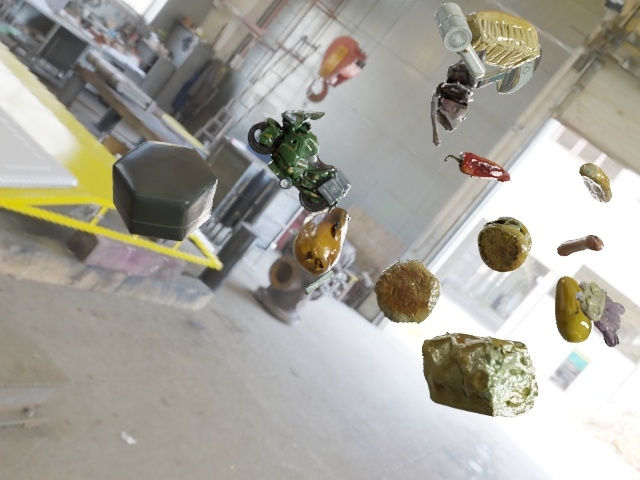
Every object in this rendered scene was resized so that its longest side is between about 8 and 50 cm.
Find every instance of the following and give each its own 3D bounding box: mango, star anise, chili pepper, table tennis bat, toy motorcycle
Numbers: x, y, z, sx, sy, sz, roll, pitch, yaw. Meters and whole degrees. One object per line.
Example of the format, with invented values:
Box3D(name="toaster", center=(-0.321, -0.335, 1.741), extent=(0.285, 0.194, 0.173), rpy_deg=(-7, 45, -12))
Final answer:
Box3D(name="mango", center=(0.000, 0.000, 2.314), extent=(0.153, 0.201, 0.287), rpy_deg=(13, 26, 5))
Box3D(name="star anise", center=(0.294, -0.318, 1.563), extent=(0.089, 0.209, 0.231), rpy_deg=(26, 43, 11))
Box3D(name="chili pepper", center=(0.424, -0.190, 1.857), extent=(0.268, 0.050, 0.059), rpy_deg=(14, 63, -34))
Box3D(name="table tennis bat", center=(0.577, -0.518, 2.168), extent=(0.301, 0.173, 0.022), rpy_deg=(-24, 54, -33))
Box3D(name="mango", center=(0.716, 0.195, 2.015), extent=(0.137, 0.098, 0.195), rpy_deg=(10, 72, -57))
Box3D(name="toy motorcycle", center=(-0.028, -0.198, 1.668), extent=(0.274, 0.187, 0.125), rpy_deg=(50, 12, -12))

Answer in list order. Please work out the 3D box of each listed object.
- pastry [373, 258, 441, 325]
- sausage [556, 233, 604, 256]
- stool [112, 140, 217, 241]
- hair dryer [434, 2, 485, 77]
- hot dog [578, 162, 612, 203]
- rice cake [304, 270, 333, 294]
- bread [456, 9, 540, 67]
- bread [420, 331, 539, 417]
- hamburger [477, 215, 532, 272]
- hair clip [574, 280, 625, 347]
Box3D(name="pastry", center=(0.196, 0.116, 1.602), extent=(0.153, 0.153, 0.081), rpy_deg=(40, 8, 5))
Box3D(name="sausage", center=(0.610, 0.012, 1.667), extent=(0.043, 0.043, 0.186), rpy_deg=(39, -10, -2))
Box3D(name="stool", center=(-0.360, -0.114, 1.625), extent=(0.232, 0.141, 0.232), rpy_deg=(10, 43, -10))
Box3D(name="hair dryer", center=(0.241, -0.325, 1.187), extent=(0.137, 0.047, 0.082), rpy_deg=(45, 27, -38))
Box3D(name="hot dog", center=(0.675, -0.139, 1.717), extent=(0.066, 0.047, 0.216), rpy_deg=(36, 4, 35))
Box3D(name="rice cake", center=(-0.004, 0.129, 2.169), extent=(0.021, 0.121, 0.022), rpy_deg=(56, -35, -5))
Box3D(name="bread", center=(0.474, -0.543, 1.905), extent=(0.236, 0.106, 0.140), rpy_deg=(6, -15, -27))
Box3D(name="bread", center=(0.385, 0.325, 1.750), extent=(0.238, 0.196, 0.252), rpy_deg=(10, -3, -42))
Box3D(name="hamburger", center=(0.592, 0.007, 2.295), extent=(0.177, 0.185, 0.113), rpy_deg=(29, 37, 26))
Box3D(name="hair clip", center=(0.689, 0.163, 1.756), extent=(0.146, 0.056, 0.187), rpy_deg=(44, 31, -3))
